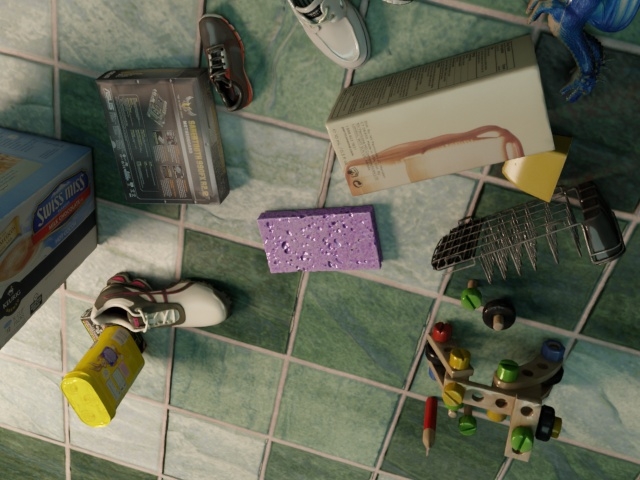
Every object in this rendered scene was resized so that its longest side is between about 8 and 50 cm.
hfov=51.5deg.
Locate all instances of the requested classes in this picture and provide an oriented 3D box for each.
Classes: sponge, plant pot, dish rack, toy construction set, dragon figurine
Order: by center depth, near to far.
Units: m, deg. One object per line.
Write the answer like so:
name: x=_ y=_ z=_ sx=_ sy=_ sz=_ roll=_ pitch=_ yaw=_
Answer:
dragon figurine: x=0.368 y=-0.327 z=0.867 sx=0.144 sy=0.085 sz=0.289 roll=21 pitch=127 yaw=-1
plant pot: x=0.326 y=-0.119 z=1.010 sx=0.083 sy=0.081 sz=0.081 roll=20 pitch=124 yaw=16
dish rack: x=0.306 y=-0.004 z=1.014 sx=0.271 sy=0.208 sz=0.074 roll=-19 pitch=102 yaw=24
toy construction set: x=0.281 y=0.289 z=1.169 sx=0.257 sy=0.237 sz=0.309 roll=30 pitch=123 yaw=-4
sponge: x=0.000 y=0.000 z=1.189 sx=0.210 sy=0.031 sz=0.117 roll=-3 pitch=119 yaw=16

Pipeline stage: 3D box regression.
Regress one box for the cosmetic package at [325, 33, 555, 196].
cosmetic package: x=0.174 y=-0.180 z=0.969 sx=0.296 sy=0.153 sz=0.129 roll=-12 pitch=118 yaw=22

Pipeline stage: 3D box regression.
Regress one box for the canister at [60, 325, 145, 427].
canister: x=-0.429 y=0.267 z=1.326 sx=0.073 sy=0.170 sz=0.126 roll=-12 pitch=116 yaw=19

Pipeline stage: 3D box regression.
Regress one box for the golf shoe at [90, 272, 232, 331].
golf shoe: x=-0.311 y=0.141 z=1.301 sx=0.273 sy=0.120 sz=0.105 roll=4 pitch=119 yaw=10

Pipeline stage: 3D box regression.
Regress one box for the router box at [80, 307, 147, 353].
router box: x=-0.440 y=0.196 z=1.412 sx=0.092 sy=0.038 sz=0.122 roll=-12 pitch=116 yaw=19

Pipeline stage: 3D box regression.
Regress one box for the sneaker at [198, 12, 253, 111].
sneaker: x=-0.151 y=-0.276 z=1.042 sx=0.061 sy=0.065 sz=0.158 roll=-13 pitch=117 yaw=21

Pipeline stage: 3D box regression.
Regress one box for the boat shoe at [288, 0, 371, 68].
boat shoe: x=-0.009 y=-0.339 z=0.962 sx=0.083 sy=0.076 sz=0.226 roll=-31 pitch=109 yaw=28

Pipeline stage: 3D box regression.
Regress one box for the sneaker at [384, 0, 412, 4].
sneaker: x=0.085 y=-0.368 z=0.943 sx=0.109 sy=0.040 sz=0.043 roll=21 pitch=121 yaw=1

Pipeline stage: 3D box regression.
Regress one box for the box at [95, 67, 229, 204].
box: x=-0.265 y=-0.175 z=1.136 sx=0.183 sy=0.056 sz=0.231 roll=1 pitch=121 yaw=13

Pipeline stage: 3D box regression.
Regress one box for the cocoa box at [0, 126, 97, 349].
cocoa box: x=-0.568 y=-0.021 z=1.131 sx=0.231 sy=0.347 sz=0.228 roll=13 pitch=122 yaw=6
